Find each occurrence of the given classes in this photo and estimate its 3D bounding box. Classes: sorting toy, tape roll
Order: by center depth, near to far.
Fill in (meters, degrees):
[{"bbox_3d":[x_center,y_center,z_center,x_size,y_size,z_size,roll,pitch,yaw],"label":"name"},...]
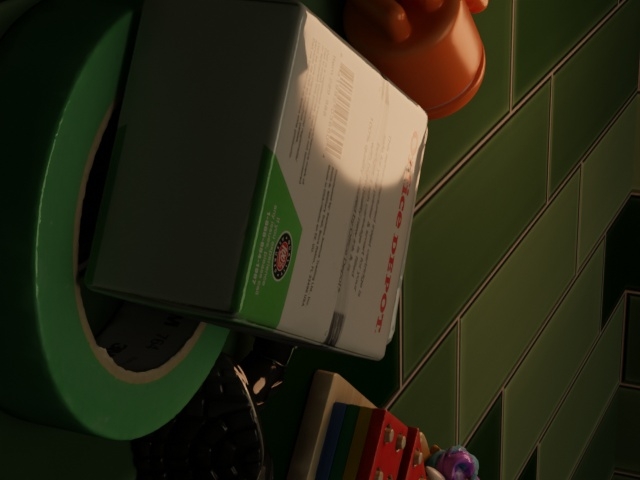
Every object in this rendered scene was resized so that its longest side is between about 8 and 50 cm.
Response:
[{"bbox_3d":[-0.145,-0.020,1.062,0.321,0.077,0.321,8,90,-68],"label":"tape roll"},{"bbox_3d":[0.042,0.302,1.609,0.255,0.089,0.257,47,54,-62],"label":"sorting toy"}]

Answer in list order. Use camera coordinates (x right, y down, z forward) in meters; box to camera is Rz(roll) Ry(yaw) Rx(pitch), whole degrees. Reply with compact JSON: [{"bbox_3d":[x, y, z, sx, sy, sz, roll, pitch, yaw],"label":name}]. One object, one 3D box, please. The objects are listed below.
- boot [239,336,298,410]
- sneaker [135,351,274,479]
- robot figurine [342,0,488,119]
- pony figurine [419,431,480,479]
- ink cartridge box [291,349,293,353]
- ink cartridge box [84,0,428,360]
[{"bbox_3d":[-0.049,0.098,1.348,0.121,0.045,0.099,-27,137,-70],"label":"boot"},{"bbox_3d":[-0.090,0.198,1.275,0.124,0.107,0.283,-73,165,-58],"label":"sneaker"},{"bbox_3d":[0.097,-0.205,1.516,0.219,0.128,0.158,52,44,-59],"label":"robot figurine"},{"bbox_3d":[0.202,0.440,1.741,0.302,0.351,0.364,-11,111,-40],"label":"pony figurine"},{"bbox_3d":[0.000,0.000,1.448,0.171,0.056,0.235,66,37,-52],"label":"ink cartridge box"},{"bbox_3d":[-0.032,-0.034,1.066,0.289,0.121,0.211,27,72,-67],"label":"ink cartridge box"}]
